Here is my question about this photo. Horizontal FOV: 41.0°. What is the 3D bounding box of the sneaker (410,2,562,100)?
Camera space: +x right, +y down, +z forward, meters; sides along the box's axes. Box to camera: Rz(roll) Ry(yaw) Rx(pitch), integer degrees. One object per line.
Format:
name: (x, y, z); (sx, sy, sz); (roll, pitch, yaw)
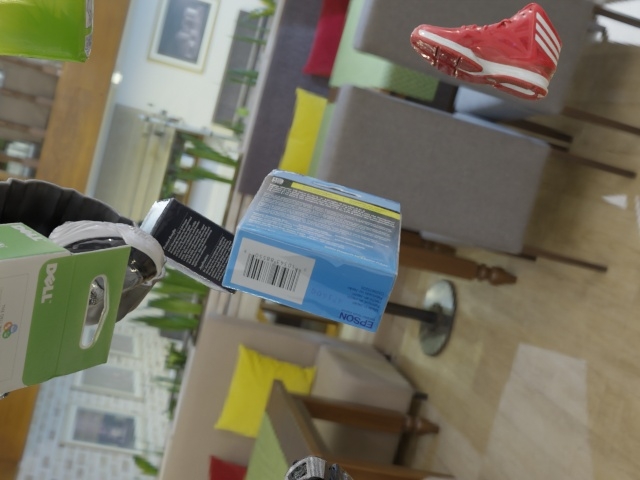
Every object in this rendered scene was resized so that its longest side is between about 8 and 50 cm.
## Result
sneaker: (0.256, -0.306, 1.293); (0.087, 0.221, 0.128); (92, -157, -80)

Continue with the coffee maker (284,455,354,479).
coffee maker: (0.009, 0.467, 1.400); (0.178, 0.120, 0.171); (-93, -15, -69)

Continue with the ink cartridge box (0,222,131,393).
ink cartridge box: (-0.240, 0.051, 0.596); (0.062, 0.209, 0.109); (26, 110, 31)

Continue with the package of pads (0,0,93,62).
package of pads: (-0.382, -0.314, 0.872); (0.101, 0.297, 0.229); (-115, 30, -62)

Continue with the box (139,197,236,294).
box: (-0.253, 0.011, 1.713); (0.108, 0.207, 0.153); (-63, 19, -10)

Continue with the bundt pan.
bundt pan: (-0.439, 0.031, 1.465); (0.124, 0.331, 0.331); (-59, 19, 17)

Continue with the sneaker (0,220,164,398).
sneaker: (-0.290, 0.076, 0.874); (0.101, 0.269, 0.153); (66, -162, -44)

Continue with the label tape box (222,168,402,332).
label tape box: (0.000, 0.000, 1.423); (0.347, 0.249, 0.115); (-73, 0, -70)
